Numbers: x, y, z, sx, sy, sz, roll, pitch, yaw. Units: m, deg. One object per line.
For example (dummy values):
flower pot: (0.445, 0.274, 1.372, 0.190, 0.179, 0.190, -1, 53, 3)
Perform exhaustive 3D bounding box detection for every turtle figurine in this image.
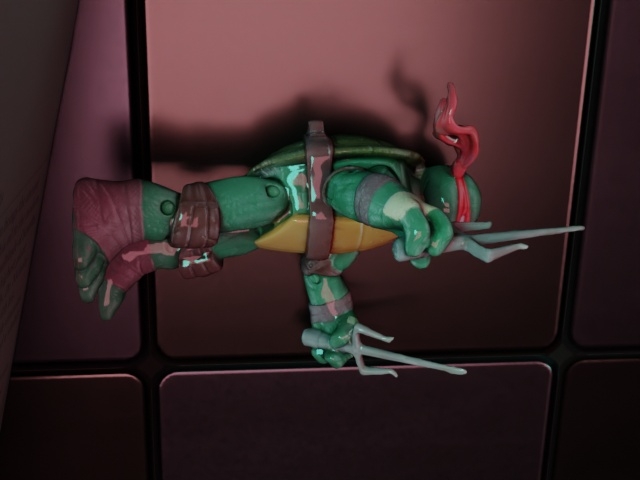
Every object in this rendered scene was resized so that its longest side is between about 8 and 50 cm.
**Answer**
turtle figurine: (0.000, 0.000, 0.474, 0.234, 0.118, 0.175, -2, 150, -4)

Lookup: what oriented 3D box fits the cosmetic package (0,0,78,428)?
cosmetic package: (-0.234, 0.069, 0.406, 0.161, 0.230, 0.454, 13, 106, -10)
